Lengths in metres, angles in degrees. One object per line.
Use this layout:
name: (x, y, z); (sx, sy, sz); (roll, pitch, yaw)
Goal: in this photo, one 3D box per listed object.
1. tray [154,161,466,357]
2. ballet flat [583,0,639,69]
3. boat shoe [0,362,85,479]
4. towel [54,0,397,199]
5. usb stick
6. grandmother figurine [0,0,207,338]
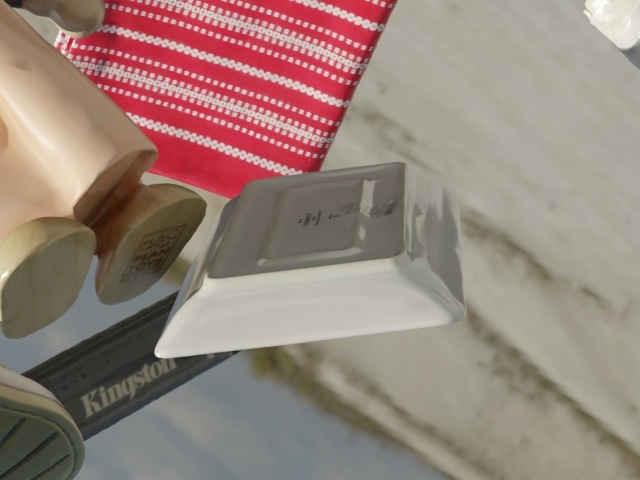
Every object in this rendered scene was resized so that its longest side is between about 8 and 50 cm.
tray: (0.000, 0.000, 0.946); (0.145, 0.030, 0.270); (-6, -166, 5)
ballet flat: (0.230, -0.195, 1.440); (0.074, 0.074, 0.203); (28, -151, -40)
boat shoe: (-0.252, 0.095, 1.182); (0.103, 0.113, 0.302); (55, -176, 30)
towel: (-0.056, -0.152, 1.184); (0.198, 0.275, 0.031); (18, -150, -11)
usb stick: (-0.173, 0.112, 1.477); (0.045, 0.278, 0.077); (6, 119, 52)
grandmother figurine: (-0.197, -0.112, 0.919); (0.342, 0.104, 0.207); (49, -147, 20)
